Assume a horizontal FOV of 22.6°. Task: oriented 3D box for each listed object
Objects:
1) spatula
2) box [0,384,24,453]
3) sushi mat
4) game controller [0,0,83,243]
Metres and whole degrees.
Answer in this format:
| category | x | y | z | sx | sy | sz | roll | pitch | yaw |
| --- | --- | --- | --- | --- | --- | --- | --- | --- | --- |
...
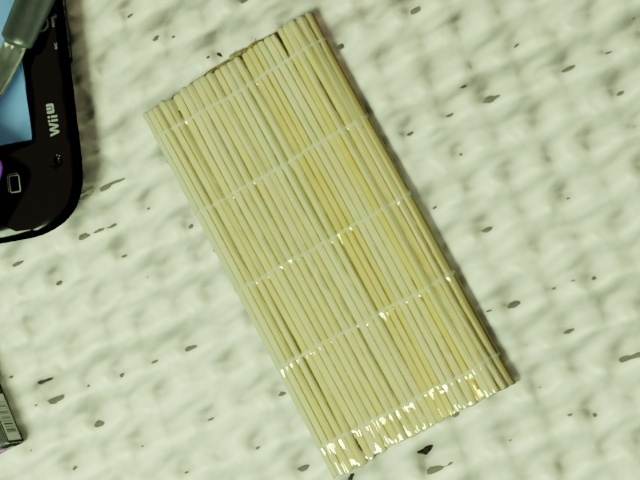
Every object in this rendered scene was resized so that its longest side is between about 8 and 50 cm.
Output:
| category | x | y | z | sx | sy | sz | roll | pitch | yaw |
| --- | --- | --- | --- | --- | --- | --- | --- | --- | --- |
| spatula | -0.240 | -0.127 | 1.192 | 0.084 | 0.030 | 0.296 | 24 | 87 | 7 |
| box | -0.323 | 0.140 | 1.254 | 0.162 | 0.029 | 0.116 | -29 | 78 | 17 |
| sushi mat | 0.000 | 0.000 | 1.155 | 0.151 | 0.019 | 0.316 | -32 | 77 | 16 |
| game controller | -0.274 | -0.152 | 1.236 | 0.166 | 0.067 | 0.319 | -10 | 84 | 19 |
